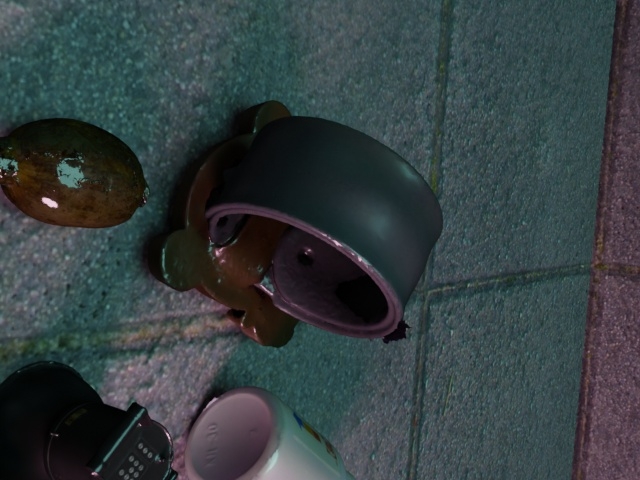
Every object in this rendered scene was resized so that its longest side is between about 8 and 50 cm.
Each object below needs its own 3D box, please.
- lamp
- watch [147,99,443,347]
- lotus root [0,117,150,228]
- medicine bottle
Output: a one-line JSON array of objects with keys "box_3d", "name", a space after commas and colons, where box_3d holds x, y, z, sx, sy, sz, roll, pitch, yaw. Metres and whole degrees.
[{"box_3d": [-0.244, 0.231, 0.818, 0.147, 0.227, 0.172, -54, 133, -31], "name": "lamp"}, {"box_3d": [0.000, 0.000, 1.003, 0.314, 0.327, 0.335, -59, 136, -26], "name": "watch"}, {"box_3d": [-0.276, -0.074, 0.824, 0.209, 0.120, 0.120, 12, 87, -52], "name": "lotus root"}, {"box_3d": [-0.056, 0.351, 1.116, 0.293, 0.170, 0.170, 50, 58, -42], "name": "medicine bottle"}]
